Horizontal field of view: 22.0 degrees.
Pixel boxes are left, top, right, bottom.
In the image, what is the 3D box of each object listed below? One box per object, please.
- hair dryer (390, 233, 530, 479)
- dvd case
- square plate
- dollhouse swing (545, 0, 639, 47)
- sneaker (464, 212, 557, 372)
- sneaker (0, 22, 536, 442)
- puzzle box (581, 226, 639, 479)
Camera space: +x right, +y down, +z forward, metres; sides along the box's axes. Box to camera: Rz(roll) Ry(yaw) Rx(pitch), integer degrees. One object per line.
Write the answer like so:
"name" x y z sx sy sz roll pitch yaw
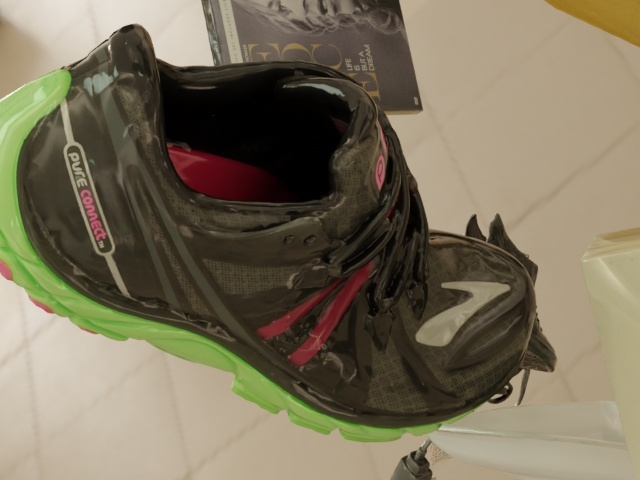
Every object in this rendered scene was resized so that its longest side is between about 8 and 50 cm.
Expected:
"hair dryer" 0.139 0.116 1.734 0.080 0.293 0.223 28 46 28
"dvd case" -0.009 -0.193 1.507 0.018 0.221 0.164 -23 76 52
"square plate" 0.310 0.175 1.346 0.344 0.347 0.049 4 91 36
"dollhouse swing" 0.325 -0.302 1.643 0.305 0.315 0.346 121 170 -58
"sneaker" 0.175 0.050 1.478 0.051 0.170 0.089 5 68 41
"sneaker" 0.000 0.000 1.097 0.202 0.483 0.185 -40 50 29
"puzzle box" 0.382 0.096 0.958 0.409 0.272 0.052 -9 16 23
